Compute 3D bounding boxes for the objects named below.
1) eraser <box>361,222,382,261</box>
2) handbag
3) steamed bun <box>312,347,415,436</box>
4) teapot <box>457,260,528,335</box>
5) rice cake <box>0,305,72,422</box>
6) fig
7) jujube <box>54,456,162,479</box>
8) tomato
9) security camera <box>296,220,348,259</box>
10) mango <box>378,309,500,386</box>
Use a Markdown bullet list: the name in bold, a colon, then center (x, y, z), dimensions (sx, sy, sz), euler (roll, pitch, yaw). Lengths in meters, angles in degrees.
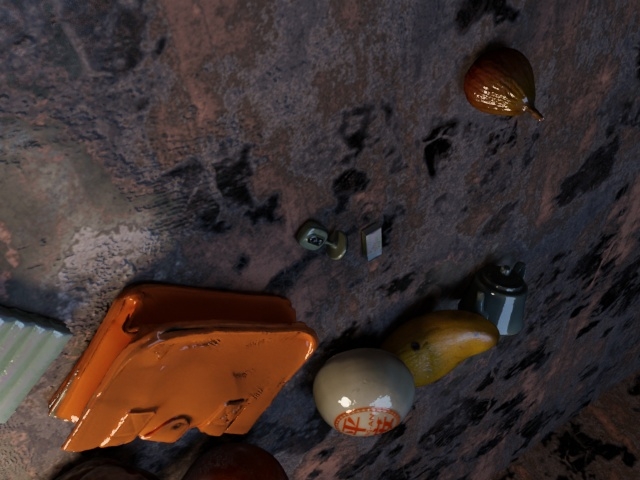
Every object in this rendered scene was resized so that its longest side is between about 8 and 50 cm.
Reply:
- **eraser**: center (0.099, 0.005, 1.388), dimensions (0.038, 0.019, 0.083), euler (-30, 145, -18)
- **handbag**: center (-0.218, 0.224, 1.239), dimensions (0.410, 0.116, 0.303), euler (11, 121, -49)
- **steamed bun**: center (0.098, 0.354, 1.603), dimensions (0.232, 0.145, 0.232), euler (-2, 134, -2)
- **teapot**: center (0.434, 0.120, 1.751), dimensions (0.239, 0.162, 0.149), euler (-22, 131, -44)
- **rice cake**: center (-0.465, 0.177, 1.011), dimensions (0.198, 0.037, 0.189), euler (-45, 147, 7)
- **fig**: center (0.303, -0.257, 1.196), dimensions (0.119, 0.153, 0.119), euler (-4, 119, -8)
- **jujube**: center (-0.412, 0.537, 1.312), dimensions (0.308, 0.215, 0.246), euler (-51, 146, 12)
- **tomato**: center (-0.197, 0.562, 1.543), dimensions (0.270, 0.227, 0.270), euler (-37, 141, -38)
- **security camera**: center (0.000, 0.000, 1.264), dimensions (0.092, 0.058, 0.058), euler (13, 120, -41)
- **mango**: center (0.267, 0.244, 1.697), dimensions (0.295, 0.120, 0.177), euler (-30, 127, 13)
